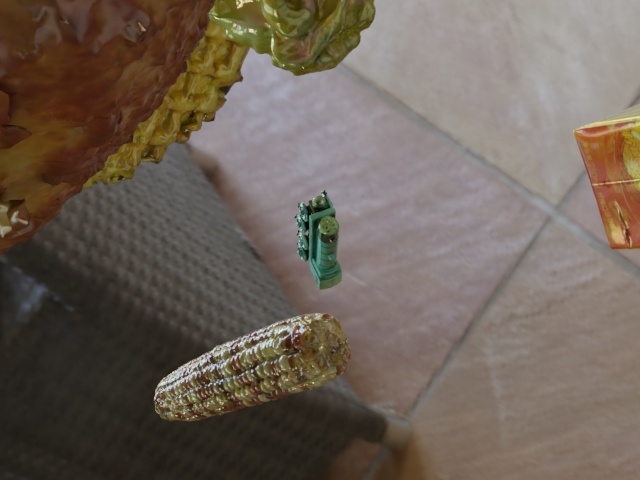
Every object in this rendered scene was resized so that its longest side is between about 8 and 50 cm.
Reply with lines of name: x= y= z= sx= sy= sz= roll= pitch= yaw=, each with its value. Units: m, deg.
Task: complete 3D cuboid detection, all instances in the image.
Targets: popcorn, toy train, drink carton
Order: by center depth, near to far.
toy train: x=0.000 y=0.000 z=1.086 sx=0.029 sy=0.092 sz=0.045 roll=-20 pitch=64 yaw=-13
popcorn: x=-0.022 y=-0.198 z=1.120 sx=0.126 sy=0.145 sz=0.126 roll=-50 pitch=36 yaw=-16
drink carton: x=0.417 y=-0.076 z=1.452 sx=0.351 sy=0.111 sz=0.154 roll=-4 pitch=106 yaw=66

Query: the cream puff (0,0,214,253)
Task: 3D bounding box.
cream puff: x=-0.170 y=-0.165 z=0.594 sx=0.350 sy=0.228 sz=0.350 roll=16 pitch=122 yaw=28

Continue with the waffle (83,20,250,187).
waffle: x=-0.233 y=-0.246 z=1.972 sx=0.382 sy=0.379 sz=0.095 roll=-36 pitch=62 yaw=-26

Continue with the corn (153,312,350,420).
corn: x=-0.073 y=0.132 z=1.429 sx=0.237 sy=0.079 sz=0.079 roll=-23 pitch=56 yaw=37
